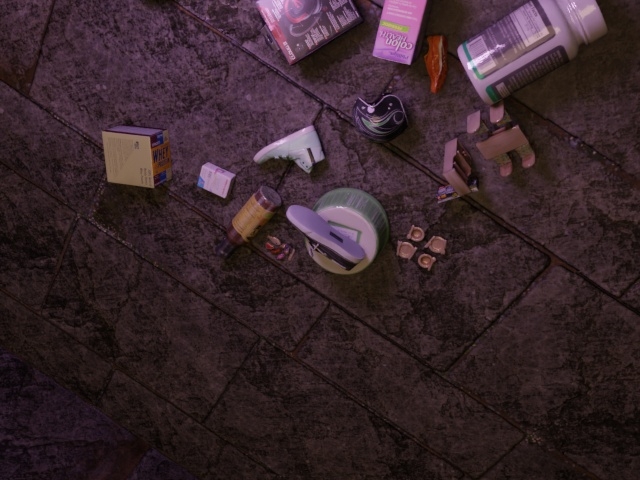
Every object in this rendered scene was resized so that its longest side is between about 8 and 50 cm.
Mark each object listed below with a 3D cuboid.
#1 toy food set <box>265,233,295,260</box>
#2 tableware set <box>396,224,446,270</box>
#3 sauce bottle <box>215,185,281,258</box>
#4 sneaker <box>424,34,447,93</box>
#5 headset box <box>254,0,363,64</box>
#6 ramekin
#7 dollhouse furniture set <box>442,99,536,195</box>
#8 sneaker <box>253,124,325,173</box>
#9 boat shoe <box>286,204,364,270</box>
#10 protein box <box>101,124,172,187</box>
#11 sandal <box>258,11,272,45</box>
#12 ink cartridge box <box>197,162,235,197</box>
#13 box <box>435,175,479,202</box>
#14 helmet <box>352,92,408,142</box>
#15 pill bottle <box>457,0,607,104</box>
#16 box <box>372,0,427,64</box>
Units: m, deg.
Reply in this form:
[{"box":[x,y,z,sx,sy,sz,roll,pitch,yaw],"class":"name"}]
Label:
[{"box":[-0.165,0.035,2.208,0.122,0.019,0.077,27,118,4],"class":"toy food set"},{"box":[0.364,0.026,2.041,0.169,0.020,0.141,27,118,5],"class":"tableware set"},{"box":[-0.283,-0.060,2.154,0.111,0.111,0.344,42,120,-4],"class":"sauce bottle"},{"box":[0.359,-0.551,1.770,0.068,0.064,0.175,13,113,34],"class":"sneaker"},{"box":[-0.047,-0.698,1.753,0.293,0.110,0.218,-29,103,11],"class":"headset box"},{"box":[0.088,-0.025,2.030,0.304,0.148,0.303,7,115,14],"class":"ramekin"},{"box":[0.513,-0.266,1.746,0.242,0.161,0.212,-22,129,36],"class":"dollhouse furniture set"},{"box":[-0.109,-0.287,1.999,0.256,0.094,0.151,-21,100,22],"class":"sneaker"},{"box":[0.001,-0.002,1.921,0.306,0.113,0.105,31,126,-16],"class":"boat shoe"},{"box":[-0.691,-0.322,2.144,0.201,0.136,0.199,9,115,14],"class":"protein box"},{"box":[-0.165,-0.730,1.859,0.067,0.040,0.179,11,131,18],"class":"sandal"},{"box":[-0.393,-0.228,2.142,0.123,0.052,0.088,26,119,6],"class":"ink cartridge box"},{"box":[0.456,-0.170,1.882,0.137,0.094,0.027,-17,107,23],"class":"box"},{"box":[0.187,-0.397,1.825,0.162,0.169,0.169,-22,106,7],"class":"helmet"},{"box":[0.594,-0.559,1.602,0.361,0.204,0.204,-27,103,26],"class":"pill bottle"},{"box":[0.253,-0.661,1.656,0.117,0.213,0.242,16,118,9],"class":"box"}]
